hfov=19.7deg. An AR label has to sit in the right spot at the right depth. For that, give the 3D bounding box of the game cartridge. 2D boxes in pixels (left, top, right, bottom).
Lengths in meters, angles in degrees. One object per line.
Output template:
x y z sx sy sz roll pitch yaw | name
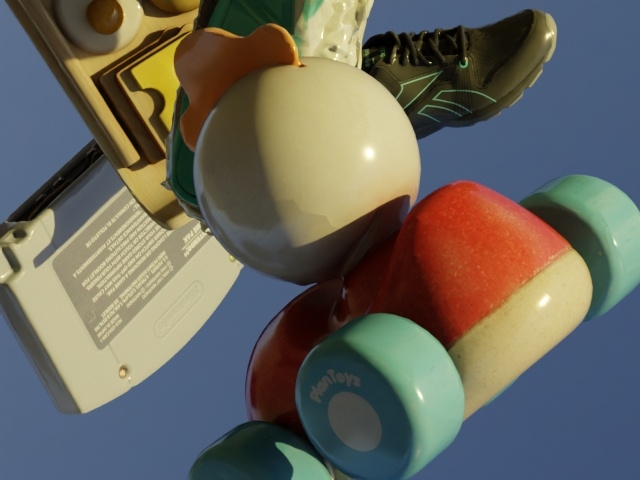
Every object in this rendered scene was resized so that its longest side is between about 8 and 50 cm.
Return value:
-0.168 0.009 1.641 0.060 0.196 0.294 -4 -147 43 | game cartridge

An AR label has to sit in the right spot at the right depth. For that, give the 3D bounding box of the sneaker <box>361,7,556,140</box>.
0.101 -0.156 1.787 0.267 0.106 0.101 -29 -147 18 | sneaker

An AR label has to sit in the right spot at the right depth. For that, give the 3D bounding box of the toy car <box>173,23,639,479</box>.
0.000 0.000 0.930 0.219 0.238 0.210 -32 171 -45 | toy car

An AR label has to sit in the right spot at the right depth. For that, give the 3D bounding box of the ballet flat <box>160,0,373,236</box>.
-0.008 -0.199 1.296 0.147 0.147 0.409 25 -80 51 | ballet flat

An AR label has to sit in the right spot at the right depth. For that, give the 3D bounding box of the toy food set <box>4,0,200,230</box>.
-0.116 -0.190 1.492 0.220 0.306 0.092 -34 -173 -15 | toy food set
